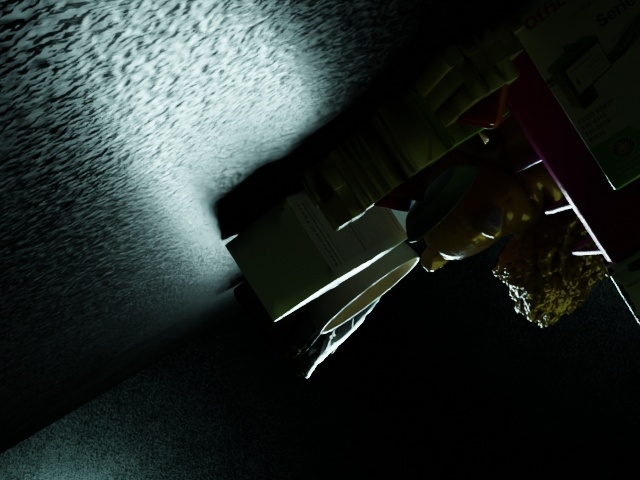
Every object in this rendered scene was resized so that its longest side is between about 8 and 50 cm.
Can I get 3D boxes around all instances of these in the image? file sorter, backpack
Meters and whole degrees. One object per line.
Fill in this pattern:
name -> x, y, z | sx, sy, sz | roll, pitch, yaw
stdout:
file sorter -> 0.340, -0.147, 1.050 | 0.202, 0.291, 0.182 | -33, 179, -3
backpack -> -0.007, 0.129, 2.116 | 0.355, 0.290, 0.273 | -39, -174, -12

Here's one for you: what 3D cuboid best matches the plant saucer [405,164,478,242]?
plant saucer -> 0.137, -0.049, 0.985 | 0.119, 0.021, 0.119 | -48, -172, 8

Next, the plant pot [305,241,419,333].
plant pot -> 0.058, 0.052, 1.908 | 0.284, 0.191, 0.284 | -36, 169, -8

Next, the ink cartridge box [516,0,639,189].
ink cartridge box -> 0.321, -0.190, 0.859 | 0.160, 0.219, 0.092 | -37, 172, 39

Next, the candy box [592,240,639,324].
candy box -> 0.430, 0.008, 1.023 | 0.159, 0.071, 0.233 | -31, -178, 17

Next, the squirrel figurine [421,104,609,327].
squirrel figurine -> 0.331, -0.056, 1.329 | 0.370, 0.397, 0.281 | -38, -175, -36

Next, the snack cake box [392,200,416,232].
snack cake box -> 0.133, -0.057, 1.587 | 0.152, 0.089, 0.264 | -3, -174, 18

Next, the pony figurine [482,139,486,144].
pony figurine -> 0.503, -0.213, 1.898 | 0.351, 0.303, 0.363 | -40, -158, -32

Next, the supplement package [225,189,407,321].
supplement package -> 0.000, 0.000, 1.241 | 0.134, 0.139, 0.244 | -36, 174, 32

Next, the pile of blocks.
pile of blocks -> 0.117, -0.110, 0.973 | 0.149, 0.113, 0.362 | -30, 176, -43
